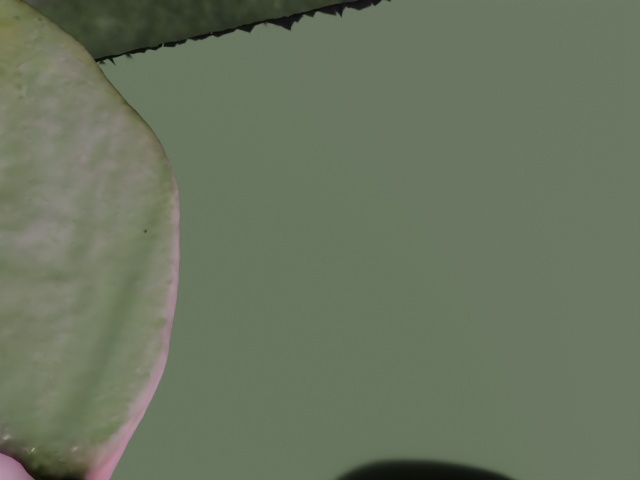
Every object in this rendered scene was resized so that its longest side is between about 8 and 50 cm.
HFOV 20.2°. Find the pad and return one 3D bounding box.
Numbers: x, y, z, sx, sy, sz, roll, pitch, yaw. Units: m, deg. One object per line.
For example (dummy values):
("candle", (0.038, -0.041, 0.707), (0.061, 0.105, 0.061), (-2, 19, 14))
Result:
("pad", (0.000, -0.001, 0.729), (0.375, 0.063, 0.315), (-13, 93, -13))

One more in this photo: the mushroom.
("mushroom", (-0.166, 0.014, 0.611), (0.236, 0.162, 0.173), (27, 46, -2))
